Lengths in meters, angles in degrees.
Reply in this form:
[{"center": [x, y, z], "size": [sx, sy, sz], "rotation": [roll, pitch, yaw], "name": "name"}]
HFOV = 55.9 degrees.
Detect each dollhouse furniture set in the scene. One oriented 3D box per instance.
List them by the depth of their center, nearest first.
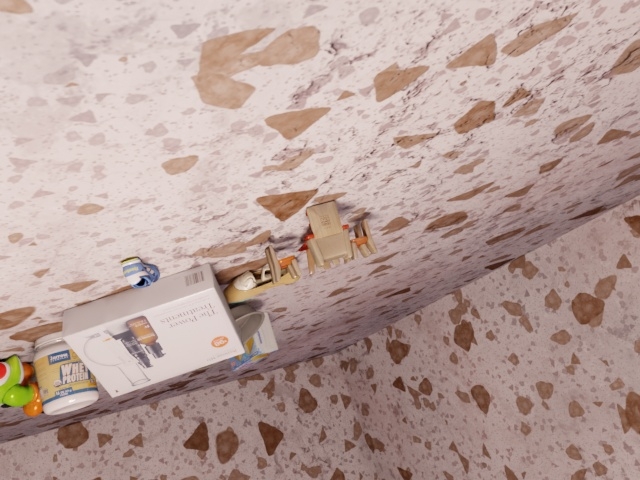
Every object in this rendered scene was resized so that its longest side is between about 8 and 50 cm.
[{"center": [0.000, 0.000, 1.480], "size": [0.262, 0.135, 0.259], "rotation": [-16, 175, -12], "name": "dollhouse furniture set"}]

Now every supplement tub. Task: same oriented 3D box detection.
[{"center": [-0.698, 0.359, 1.649], "size": [0.144, 0.199, 0.144], "rotation": [-18, 164, -5], "name": "supplement tub"}]

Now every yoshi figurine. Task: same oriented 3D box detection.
[{"center": [-0.940, 0.432, 1.638], "size": [0.204, 0.202, 0.362], "rotation": [-18, 162, 18], "name": "yoshi figurine"}]

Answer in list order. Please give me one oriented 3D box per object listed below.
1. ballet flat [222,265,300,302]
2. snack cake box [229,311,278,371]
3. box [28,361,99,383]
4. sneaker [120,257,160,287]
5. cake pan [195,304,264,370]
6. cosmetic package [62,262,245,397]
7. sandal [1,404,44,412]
[{"center": [-0.171, 0.105, 1.689], "size": [0.232, 0.080, 0.073], "rotation": [-19, 136, -10], "name": "ballet flat"}, {"center": [-0.273, 0.391, 2.322], "size": [0.089, 0.152, 0.264], "rotation": [-7, 159, -34], "name": "snack cake box"}, {"center": [-0.770, 0.408, 1.869], "size": [0.182, 0.119, 0.181], "rotation": [-26, 162, 24], "name": "box"}, {"center": [-0.398, 0.083, 1.345], "size": [0.053, 0.059, 0.144], "rotation": [-23, 164, 4], "name": "sneaker"}, {"center": [-0.317, 0.317, 2.003], "size": [0.293, 0.054, 0.293], "rotation": [-36, 160, -15], "name": "cake pan"}, {"center": [-0.416, 0.238, 1.553], "size": [0.377, 0.097, 0.284], "rotation": [-19, 137, -3], "name": "cosmetic package"}, {"center": [-0.905, 0.531, 2.132], "size": [0.446, 0.107, 0.167], "rotation": [-17, 163, -8], "name": "sandal"}]
